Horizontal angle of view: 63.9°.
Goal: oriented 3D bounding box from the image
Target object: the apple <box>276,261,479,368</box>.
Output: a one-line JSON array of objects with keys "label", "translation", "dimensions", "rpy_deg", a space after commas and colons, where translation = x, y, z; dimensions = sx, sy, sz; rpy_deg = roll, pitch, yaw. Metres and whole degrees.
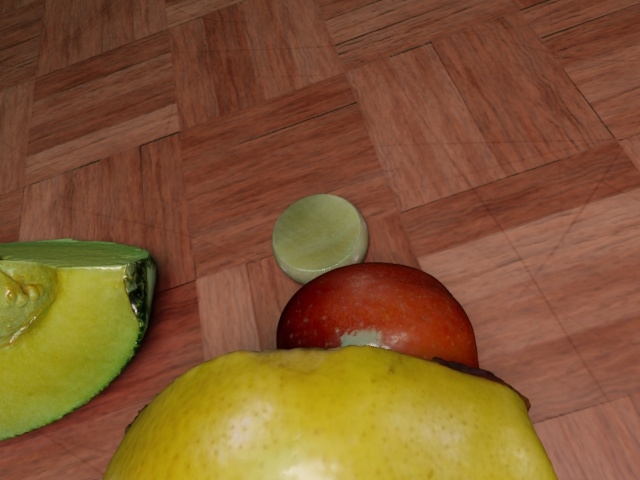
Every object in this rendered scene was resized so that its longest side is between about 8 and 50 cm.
[{"label": "apple", "translation": [0.058, 0.132, 0.566], "dimensions": [0.201, 0.218, 0.218], "rpy_deg": [-15, 57, -8]}]

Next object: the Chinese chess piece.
[{"label": "Chinese chess piece", "translation": [0.000, 0.000, 0.754], "dimensions": [0.144, 0.058, 0.144], "rpy_deg": [-6, 60, 10]}]

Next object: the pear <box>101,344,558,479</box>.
[{"label": "pear", "translation": [0.002, 0.261, 0.410], "dimensions": [0.386, 0.340, 0.191], "rpy_deg": [-14, 32, 14]}]

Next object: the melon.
[{"label": "melon", "translation": [-0.396, 0.109, 0.715], "dimensions": [0.343, 0.226, 0.331], "rpy_deg": [1, 48, 1]}]
